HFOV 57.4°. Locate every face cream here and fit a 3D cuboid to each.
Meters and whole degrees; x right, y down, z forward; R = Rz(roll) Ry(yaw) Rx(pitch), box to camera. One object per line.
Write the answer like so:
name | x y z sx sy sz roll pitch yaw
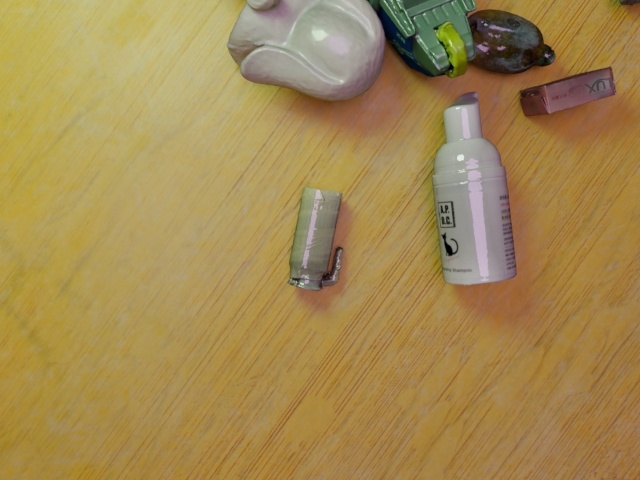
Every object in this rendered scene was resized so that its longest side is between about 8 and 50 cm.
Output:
face cream | 0.289 -0.106 1.144 0.145 0.145 0.369 -9 93 -4

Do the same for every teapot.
teapot | 0.000 0.000 1.165 0.107 0.077 0.200 10 93 -25

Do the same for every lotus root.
lotus root | 0.375 -0.389 1.164 0.192 0.088 0.113 15 108 -6

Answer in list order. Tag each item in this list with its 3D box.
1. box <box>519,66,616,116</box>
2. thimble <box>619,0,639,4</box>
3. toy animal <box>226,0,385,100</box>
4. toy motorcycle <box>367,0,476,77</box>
box | 0.489 -0.295 1.166 0.156 0.111 0.060 -15 102 -2
thimble | 0.664 -0.542 1.156 0.151 0.127 0.117 -12 96 -9
toy animal | -0.010 -0.366 1.077 0.265 0.206 0.271 37 88 -2
toy motorcycle | 0.182 -0.434 1.103 0.191 0.200 0.326 -22 84 -3
